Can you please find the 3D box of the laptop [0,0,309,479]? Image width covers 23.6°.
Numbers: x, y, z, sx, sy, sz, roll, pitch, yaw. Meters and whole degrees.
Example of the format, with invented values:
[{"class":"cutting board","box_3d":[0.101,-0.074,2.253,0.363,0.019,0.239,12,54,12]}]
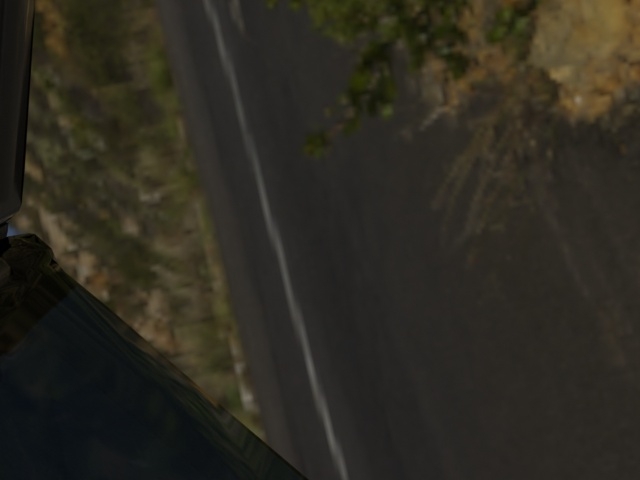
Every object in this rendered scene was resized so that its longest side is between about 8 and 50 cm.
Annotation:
[{"class":"laptop","box_3d":[0.000,0.000,0.208,0.382,0.236,0.408,-62,-21,-76]}]
